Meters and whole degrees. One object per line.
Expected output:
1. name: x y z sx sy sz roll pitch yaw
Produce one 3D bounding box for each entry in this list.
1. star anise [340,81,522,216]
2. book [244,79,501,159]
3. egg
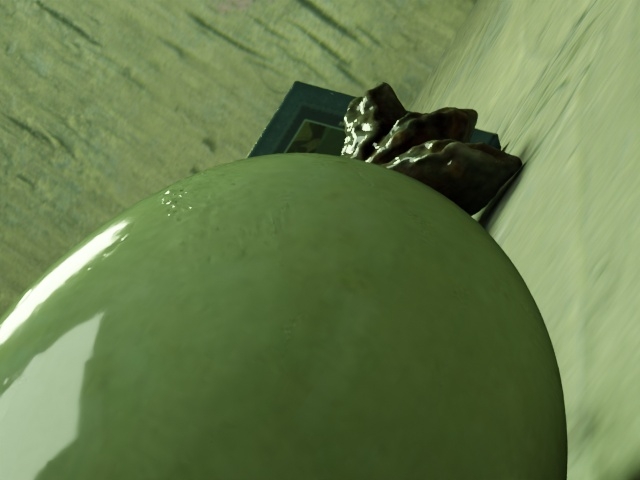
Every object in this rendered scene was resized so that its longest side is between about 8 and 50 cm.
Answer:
1. star anise: 0.033 -0.014 1.068 0.209 0.089 0.231 -1 53 51
2. book: 0.000 0.000 1.164 0.269 0.190 0.025 -59 -30 -25
3. egg: -0.028 0.089 0.447 0.253 0.186 0.186 -57 2 -21
